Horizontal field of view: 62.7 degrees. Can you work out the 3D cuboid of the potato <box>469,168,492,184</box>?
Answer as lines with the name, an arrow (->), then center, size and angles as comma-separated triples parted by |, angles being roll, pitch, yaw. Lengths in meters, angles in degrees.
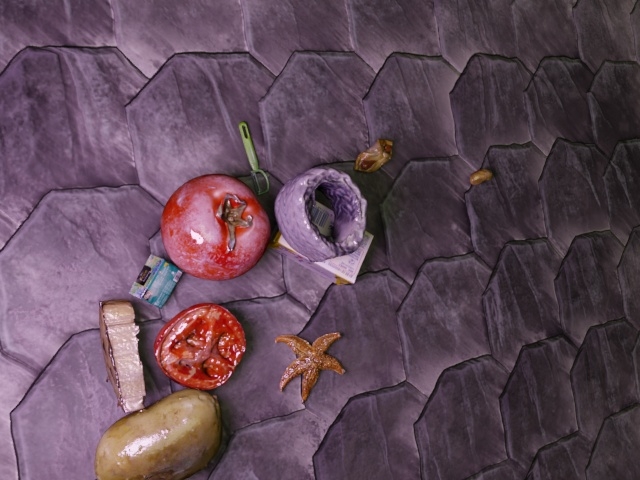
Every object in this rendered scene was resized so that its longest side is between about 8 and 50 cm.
potato -> 0.554, -0.222, 1.821 | 0.092, 0.046, 0.045 | -21, 130, -16

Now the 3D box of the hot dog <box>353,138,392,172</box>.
hot dog -> 0.179, -0.265, 1.637 | 0.169, 0.061, 0.078 | -42, 105, -22

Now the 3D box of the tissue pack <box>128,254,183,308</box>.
tissue pack -> -0.419, 0.100, 1.320 | 0.110, 0.079, 0.085 | -64, 146, -15

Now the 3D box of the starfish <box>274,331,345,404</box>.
starfish -> -0.032, 0.343, 1.498 | 0.241, 0.043, 0.227 | 35, 71, -16

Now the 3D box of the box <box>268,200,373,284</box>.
box -> 0.000, 0.000, 1.510 | 0.265, 0.097, 0.168 | 28, 74, -20

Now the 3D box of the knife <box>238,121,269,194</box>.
knife -> -0.185, -0.236, 1.489 | 0.054, 0.015, 0.211 | -19, 94, -26

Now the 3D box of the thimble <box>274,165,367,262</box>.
thimble -> 0.004, -0.068, 1.377 | 0.217, 0.157, 0.245 | -12, 91, -25

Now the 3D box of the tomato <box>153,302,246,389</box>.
tomato -> -0.311, 0.268, 1.343 | 0.228, 0.101, 0.227 | -2, 94, -24

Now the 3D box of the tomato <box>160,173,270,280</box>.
tomato -> -0.269, -0.027, 1.315 | 0.270, 0.227, 0.269 | 17, 63, -35

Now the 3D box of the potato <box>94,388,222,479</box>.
potato -> -0.375, 0.477, 1.246 | 0.308, 0.173, 0.210 | -14, 123, -26

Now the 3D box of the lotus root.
lotus root -> -0.468, 0.267, 1.229 | 0.075, 0.170, 0.260 | -7, 78, -32
